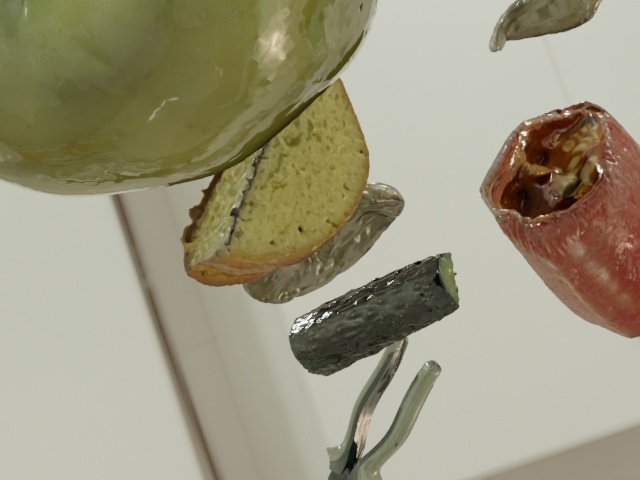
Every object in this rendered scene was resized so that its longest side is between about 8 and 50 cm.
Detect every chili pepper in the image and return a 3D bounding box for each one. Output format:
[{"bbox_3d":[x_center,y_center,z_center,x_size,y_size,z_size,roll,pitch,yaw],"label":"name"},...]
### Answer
[{"bbox_3d":[0.383,-0.037,2.317,0.229,0.251,0.305,18,-19,43],"label":"chili pepper"}]

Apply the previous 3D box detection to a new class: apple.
[{"bbox_3d":[-0.154,-0.258,1.354,0.474,0.473,0.473,-19,-9,-3],"label":"apple"}]

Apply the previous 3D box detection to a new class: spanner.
[{"bbox_3d":[0.062,0.277,2.258,0.040,0.096,0.325,1,-57,-50],"label":"spanner"}]

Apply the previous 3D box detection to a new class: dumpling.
[{"bbox_3d":[0.345,-0.351,2.080,0.332,0.086,0.166,-49,2,-15],"label":"dumpling"}]

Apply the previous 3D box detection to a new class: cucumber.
[{"bbox_3d":[0.056,0.073,1.815,0.062,0.078,0.211,24,-40,-34],"label":"cucumber"}]

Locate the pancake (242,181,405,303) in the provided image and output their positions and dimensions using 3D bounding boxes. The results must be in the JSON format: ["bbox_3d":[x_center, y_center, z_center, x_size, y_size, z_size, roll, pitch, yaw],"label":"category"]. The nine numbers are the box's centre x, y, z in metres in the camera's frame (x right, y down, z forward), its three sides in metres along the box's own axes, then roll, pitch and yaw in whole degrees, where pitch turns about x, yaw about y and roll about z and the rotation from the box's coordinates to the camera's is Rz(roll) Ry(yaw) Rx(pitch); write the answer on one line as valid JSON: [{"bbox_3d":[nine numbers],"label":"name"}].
[{"bbox_3d":[0.000,0.000,2.213,0.242,0.050,0.242,-26,-25,-13],"label":"pancake"}]

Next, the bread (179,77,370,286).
[{"bbox_3d":[-0.025,-0.066,1.601,0.134,0.260,0.129,23,-10,-22],"label":"bread"}]
